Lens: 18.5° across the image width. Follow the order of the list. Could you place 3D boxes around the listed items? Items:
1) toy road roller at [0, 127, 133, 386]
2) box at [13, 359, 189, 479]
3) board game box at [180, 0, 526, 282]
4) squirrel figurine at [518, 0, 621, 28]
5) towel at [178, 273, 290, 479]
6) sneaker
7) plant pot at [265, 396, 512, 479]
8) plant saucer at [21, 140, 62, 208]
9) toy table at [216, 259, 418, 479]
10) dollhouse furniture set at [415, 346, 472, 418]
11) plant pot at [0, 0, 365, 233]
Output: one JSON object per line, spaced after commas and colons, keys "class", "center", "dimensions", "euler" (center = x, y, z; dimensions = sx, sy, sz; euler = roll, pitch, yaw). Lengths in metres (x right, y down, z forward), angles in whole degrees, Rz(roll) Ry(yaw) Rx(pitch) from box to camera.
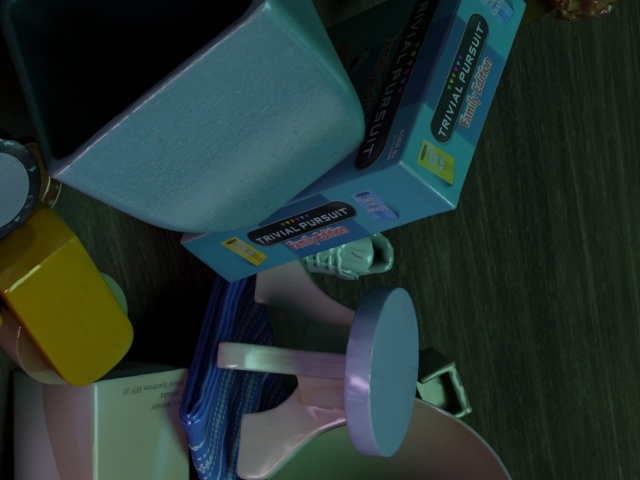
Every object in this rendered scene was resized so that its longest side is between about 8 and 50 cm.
{"class": "toy road roller", "center": [-0.343, 0.028, 1.713], "dimensions": [0.240, 0.202, 0.329], "euler": [-43, 134, -13]}
{"class": "box", "center": [-0.220, 0.282, 1.974], "dimensions": [0.148, 0.121, 0.311], "euler": [-7, 98, -51]}
{"class": "board game box", "center": [0.028, -0.114, 1.943], "dimensions": [0.079, 0.336, 0.254], "euler": [38, 55, -26]}
{"class": "squirrel figurine", "center": [0.175, -0.408, 2.015], "dimensions": [0.281, 0.397, 0.370], "euler": [-35, 118, -25]}
{"class": "towel", "center": [-0.078, 0.193, 2.112], "dimensions": [0.336, 0.040, 0.243], "euler": [75, 22, -48]}
{"class": "sneaker", "center": [0.000, 0.000, 2.179], "dimensions": [0.232, 0.115, 0.090], "euler": [-1, 106, -51]}
{"class": "plant pot", "center": [0.054, 0.331, 2.154], "dimensions": [0.284, 0.284, 0.191], "euler": [-28, 150, -42]}
{"class": "plant saucer", "center": [-0.284, -0.055, 1.890], "dimensions": [0.083, 0.013, 0.083], "euler": [-24, 124, -43]}
{"class": "toy table", "center": [0.002, 0.127, 2.029], "dimensions": [0.274, 0.161, 0.252], "euler": [55, 41, -69]}
{"class": "dollhouse furniture set", "center": [0.040, 0.311, 2.372], "dimensions": [0.303, 0.198, 0.286], "euler": [-26, 107, -15]}
{"class": "plant pot", "center": [-0.099, -0.152, 1.771], "dimensions": [0.247, 0.248, 0.252], "euler": [-38, 137, 16]}
